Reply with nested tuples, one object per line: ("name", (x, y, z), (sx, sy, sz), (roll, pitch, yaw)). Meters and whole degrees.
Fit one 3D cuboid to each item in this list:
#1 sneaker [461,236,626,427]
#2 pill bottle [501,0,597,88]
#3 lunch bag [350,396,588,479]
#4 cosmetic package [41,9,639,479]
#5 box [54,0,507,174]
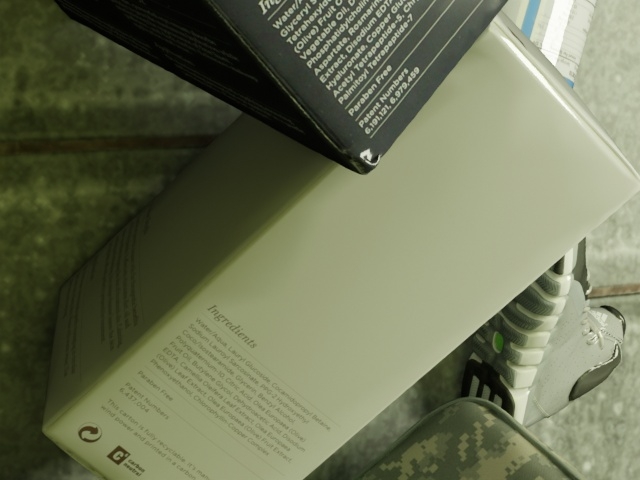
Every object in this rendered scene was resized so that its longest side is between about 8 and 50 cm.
("sneaker", (0.191, 0.049, 1.096), (0.132, 0.086, 0.229), (-12, 131, -31))
("pill bottle", (0.133, -0.154, 1.028), (0.124, 0.124, 0.221), (15, 93, -24))
("lunch bag", (0.099, 0.312, 1.047), (0.305, 0.212, 0.256), (-41, 128, -8))
("cosmetic package", (0.000, 0.000, 0.897), (0.365, 0.197, 0.155), (-41, 113, 15))
("box", (-0.100, -0.238, 0.754), (0.179, 0.343, 0.312), (-52, 134, -6))
